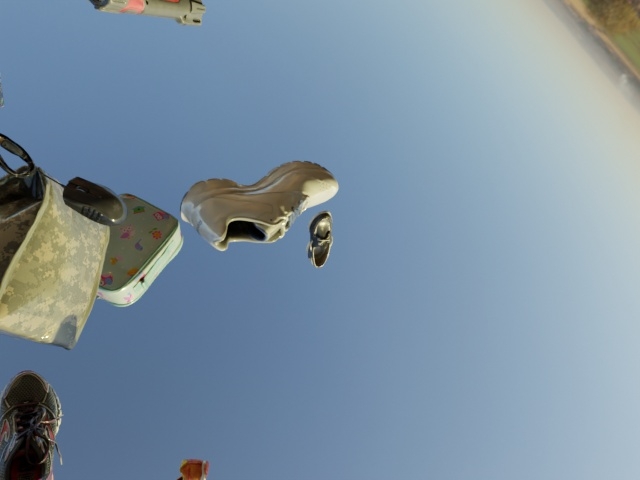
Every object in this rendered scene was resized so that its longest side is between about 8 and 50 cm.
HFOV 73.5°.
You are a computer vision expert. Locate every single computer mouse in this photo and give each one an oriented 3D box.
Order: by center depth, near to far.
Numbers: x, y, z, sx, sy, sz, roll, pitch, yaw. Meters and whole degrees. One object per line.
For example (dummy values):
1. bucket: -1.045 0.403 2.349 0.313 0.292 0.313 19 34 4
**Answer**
1. computer mouse: -0.442 -0.104 0.734 0.242 0.041 0.071 36 -131 -31

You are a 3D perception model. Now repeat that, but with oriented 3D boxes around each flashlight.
1. flashlight: -0.406 -0.587 1.021 0.103 0.103 0.304 41 -146 6

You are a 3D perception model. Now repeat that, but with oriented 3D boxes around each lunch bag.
1. lunch bag: -0.534 0.031 0.802 0.168 0.235 0.287 10 -113 9
2. lunch bag: -0.503 0.027 1.101 0.223 0.108 0.279 26 -124 6

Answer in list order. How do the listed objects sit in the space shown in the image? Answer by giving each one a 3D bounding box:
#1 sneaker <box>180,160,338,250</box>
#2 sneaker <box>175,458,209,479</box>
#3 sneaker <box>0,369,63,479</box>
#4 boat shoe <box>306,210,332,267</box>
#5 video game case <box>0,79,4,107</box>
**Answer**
1. sneaker: -0.087 -0.054 0.763 0.297 0.111 0.129 -20 -127 -27
2. sneaker: -0.272 0.516 0.875 0.067 0.175 0.064 11 -167 -6
3. sneaker: -0.590 0.398 0.875 0.120 0.112 0.299 -1 -134 -36
4. boat shoe: 0.000 0.000 0.752 0.046 0.125 0.038 -9 -127 -22
5. video game case: -0.440 -0.266 0.506 0.041 0.232 0.210 -1 -156 -21
